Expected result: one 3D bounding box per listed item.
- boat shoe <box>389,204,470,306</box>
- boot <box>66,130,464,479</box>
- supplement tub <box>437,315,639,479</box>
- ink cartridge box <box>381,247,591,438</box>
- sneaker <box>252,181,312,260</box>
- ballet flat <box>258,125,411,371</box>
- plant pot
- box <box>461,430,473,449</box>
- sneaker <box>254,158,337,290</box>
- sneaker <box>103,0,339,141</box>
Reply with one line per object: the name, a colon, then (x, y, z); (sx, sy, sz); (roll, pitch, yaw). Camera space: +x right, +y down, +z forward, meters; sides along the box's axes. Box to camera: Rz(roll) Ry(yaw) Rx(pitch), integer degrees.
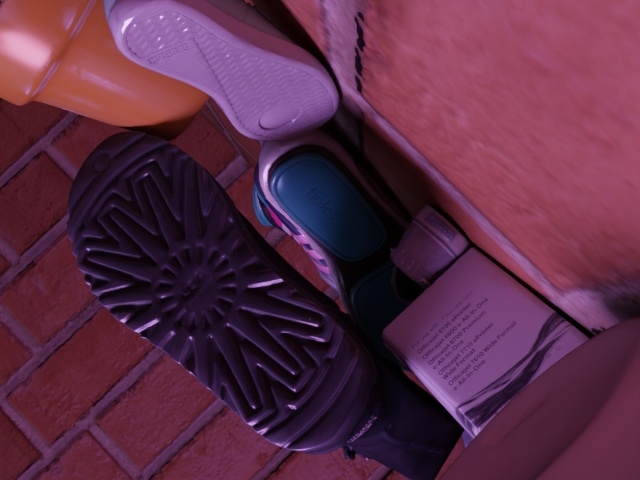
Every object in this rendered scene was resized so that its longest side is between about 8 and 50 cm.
boat shoe: (0.106, 0.029, 0.902); (0.079, 0.081, 0.227); (45, 177, 17)
boot: (-0.032, 0.096, 0.914); (0.367, 0.146, 0.445); (47, -176, 25)
supplement tub: (0.220, 0.222, 0.469); (0.316, 0.228, 0.228); (45, 177, 5)
ink cartridge box: (0.224, 0.176, 0.777); (0.307, 0.129, 0.223); (44, 177, 45)
sneaker: (-0.021, -0.029, 1.529); (0.295, 0.124, 0.178); (54, 171, -12)
ballet flat: (0.056, 0.000, 1.043); (0.400, 0.139, 0.139); (53, 174, -36)
plant pot: (-0.191, -0.190, 0.794); (0.188, 0.205, 0.205); (30, -176, -25)
box: (0.241, 0.275, 1.192); (0.183, 0.059, 0.232); (-3, -100, -73)
sneaker: (0.000, 0.000, 1.392); (0.319, 0.112, 0.131); (47, 146, 7)
sneaker: (-0.078, -0.183, 0.712); (0.256, 0.094, 0.151); (26, -142, -55)
